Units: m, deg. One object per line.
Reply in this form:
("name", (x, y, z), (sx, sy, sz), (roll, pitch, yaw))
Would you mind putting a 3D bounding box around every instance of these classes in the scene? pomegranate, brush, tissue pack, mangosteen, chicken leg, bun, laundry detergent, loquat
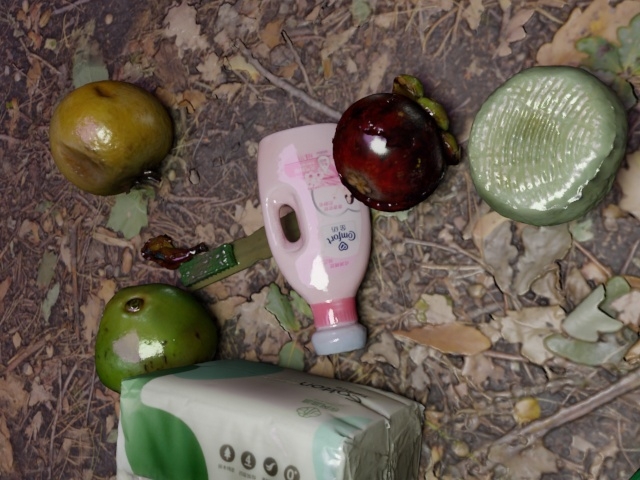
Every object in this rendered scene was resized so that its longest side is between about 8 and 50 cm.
("pomegranate", (-0.255, 0.192, 1.051), (0.159, 0.190, 0.240), (7, 89, 16))
("brush", (-0.125, 0.015, 1.068), (0.283, 0.048, 0.054), (-24, 74, 25))
("tissue pack", (-0.069, 0.282, 0.889), (0.357, 0.266, 0.193), (6, 90, 30))
("mangosteen", (0.106, -0.130, 0.882), (0.180, 0.166, 0.166), (-44, 63, -13))
("chicken leg", (-0.264, 0.022, 1.157), (0.145, 0.037, 0.062), (11, 79, 32))
("bun", (0.279, -0.111, 0.795), (0.196, 0.118, 0.195), (-7, 77, 31))
("laundry detergent", (0.000, 0.000, 0.958), (0.159, 0.088, 0.335), (-10, 83, 3))
("loquat", (-0.370, -0.175, 1.134), (0.213, 0.213, 0.213), (-2, 86, 30))

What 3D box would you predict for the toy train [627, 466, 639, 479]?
("toy train", (0.395, 0.364, 0.661), (0.429, 0.178, 0.249), (-56, 44, 22))
